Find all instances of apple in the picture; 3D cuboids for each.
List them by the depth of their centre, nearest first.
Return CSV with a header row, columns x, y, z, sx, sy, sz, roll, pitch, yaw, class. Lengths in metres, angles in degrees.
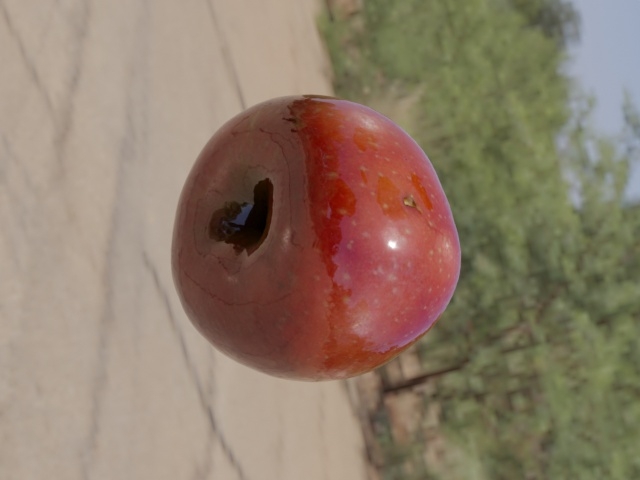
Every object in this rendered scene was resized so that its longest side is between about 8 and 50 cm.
x,y,z,sx,sy,sz,roll,pitch,yaw,class
0.000,0.000,1.490,0.216,0.260,0.260,18,51,-42,apple
